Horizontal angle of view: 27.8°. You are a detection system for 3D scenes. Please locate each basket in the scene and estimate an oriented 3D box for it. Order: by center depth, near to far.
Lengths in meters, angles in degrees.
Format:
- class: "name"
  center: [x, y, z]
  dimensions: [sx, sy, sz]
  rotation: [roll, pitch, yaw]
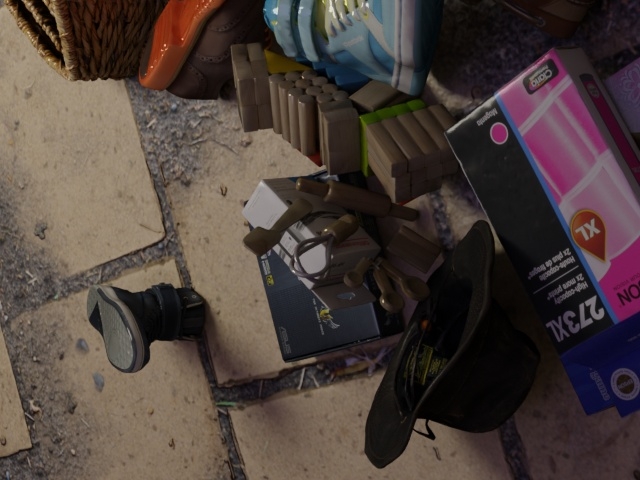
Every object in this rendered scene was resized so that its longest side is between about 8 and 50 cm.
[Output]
- class: "basket"
  center: [-0.408, -0.374, 1.909]
  dimensions: [0.299, 0.223, 0.213]
  rotation: [51, 127, 22]

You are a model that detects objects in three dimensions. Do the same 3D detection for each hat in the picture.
- class: "hat"
  center: [0.171, 0.144, 1.495]
  dimensions: [0.134, 0.331, 0.331]
  rotation: [26, 121, -5]

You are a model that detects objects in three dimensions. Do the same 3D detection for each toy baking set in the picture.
- class: "toy baking set"
  center: [0.033, -0.005, 1.544]
  dimensions: [0.197, 0.256, 0.030]
  rotation: [-90, 23, -51]

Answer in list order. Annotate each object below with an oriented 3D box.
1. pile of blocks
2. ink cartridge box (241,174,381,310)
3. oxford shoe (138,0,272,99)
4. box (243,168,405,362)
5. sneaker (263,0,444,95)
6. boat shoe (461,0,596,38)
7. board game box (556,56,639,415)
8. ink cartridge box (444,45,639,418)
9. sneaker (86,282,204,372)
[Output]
- class: "pile of blocks"
  center: [0.033, -0.145, 1.624]
  dimensions: [0.362, 0.149, 0.112]
  rotation: [32, 142, 32]
- class: "ink cartridge box"
  center: [0.000, 0.000, 1.606]
  dimensions: [0.180, 0.104, 0.060]
  rotation: [47, 120, 24]
- class: "oxford shoe"
  center: [-0.110, -0.312, 1.709]
  dimensions: [0.364, 0.133, 0.130]
  rotation: [-41, 38, 48]
- class: "box"
  center: [0.002, 0.033, 1.718]
  dimensions: [0.183, 0.059, 0.232]
  rotation: [-18, 85, 41]
- class: "sneaker"
  center: [0.030, -0.263, 1.446]
  dimensions: [0.208, 0.319, 0.127]
  rotation: [17, 77, 6]
- class: "boat shoe"
  center: [0.173, -0.326, 1.462]
  dimensions: [0.324, 0.122, 0.120]
  rotation: [35, 124, 33]
- class: "board game box"
  center: [0.352, -0.014, 1.387]
  dimensions: [0.318, 0.066, 0.318]
  rotation: [-35, 74, 40]
- class: "ink cartridge box"
  center: [0.284, -0.005, 1.366]
  dimensions: [0.176, 0.069, 0.371]
  rotation: [-38, 74, 40]
- class: "sneaker"
  center: [-0.234, 0.125, 1.863]
  dimensions: [0.226, 0.163, 0.086]
  rotation: [-134, 54, -59]
